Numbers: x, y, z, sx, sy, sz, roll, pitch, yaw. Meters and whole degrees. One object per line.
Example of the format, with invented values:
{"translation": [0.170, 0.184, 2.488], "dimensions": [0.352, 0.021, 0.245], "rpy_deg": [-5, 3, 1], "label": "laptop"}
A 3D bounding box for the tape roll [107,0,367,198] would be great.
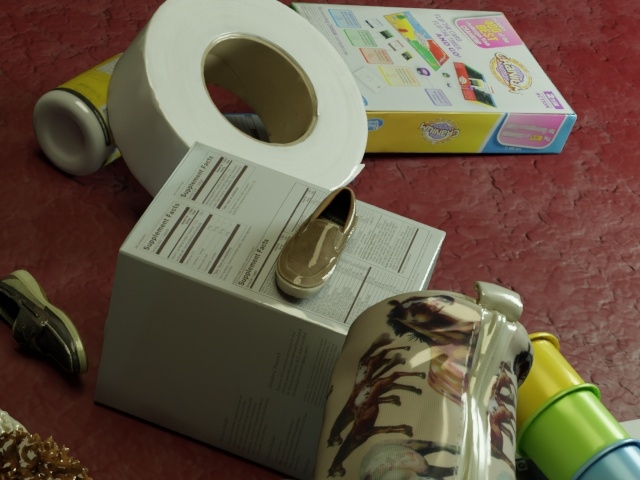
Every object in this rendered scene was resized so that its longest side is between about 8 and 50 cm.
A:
{"translation": [-0.089, -0.143, 1.687], "dimensions": [0.286, 0.100, 0.286], "rpy_deg": [19, 51, -26], "label": "tape roll"}

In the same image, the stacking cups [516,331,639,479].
{"translation": [0.247, 0.217, 1.254], "dimensions": [0.096, 0.096, 0.316], "rpy_deg": [-12, 48, -30], "label": "stacking cups"}

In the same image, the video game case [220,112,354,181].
{"translation": [-0.052, -0.112, 1.811], "dimensions": [0.166, 0.015, 0.119], "rpy_deg": [-1, 41, -19], "label": "video game case"}

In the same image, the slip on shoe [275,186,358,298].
{"translation": [0.000, 0.000, 1.353], "dimensions": [0.051, 0.041, 0.135], "rpy_deg": [26, 40, 12], "label": "slip on shoe"}

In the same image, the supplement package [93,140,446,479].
{"translation": [-0.049, 0.072, 1.446], "dimensions": [0.263, 0.199, 0.198], "rpy_deg": [20, 39, 6], "label": "supplement package"}

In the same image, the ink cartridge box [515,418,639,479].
{"translation": [0.229, 0.290, 1.333], "dimensions": [0.308, 0.129, 0.223], "rpy_deg": [-6, 43, -25], "label": "ink cartridge box"}

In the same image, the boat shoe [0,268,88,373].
{"translation": [-0.278, 0.085, 1.475], "dimensions": [0.049, 0.056, 0.152], "rpy_deg": [-21, 41, -30], "label": "boat shoe"}

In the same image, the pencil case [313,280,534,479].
{"translation": [0.074, 0.221, 1.135], "dimensions": [0.160, 0.183, 0.410], "rpy_deg": [36, 43, -26], "label": "pencil case"}

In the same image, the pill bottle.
{"translation": [-0.234, -0.154, 1.732], "dimensions": [0.103, 0.103, 0.184], "rpy_deg": [31, 41, 19], "label": "pill bottle"}

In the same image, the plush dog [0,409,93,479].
{"translation": [-0.251, 0.219, 1.136], "dimensions": [0.262, 0.225, 0.211], "rpy_deg": [10, 34, 38], "label": "plush dog"}

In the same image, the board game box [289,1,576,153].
{"translation": [0.135, -0.208, 1.938], "dimensions": [0.317, 0.064, 0.242], "rpy_deg": [-1, 41, -24], "label": "board game box"}
